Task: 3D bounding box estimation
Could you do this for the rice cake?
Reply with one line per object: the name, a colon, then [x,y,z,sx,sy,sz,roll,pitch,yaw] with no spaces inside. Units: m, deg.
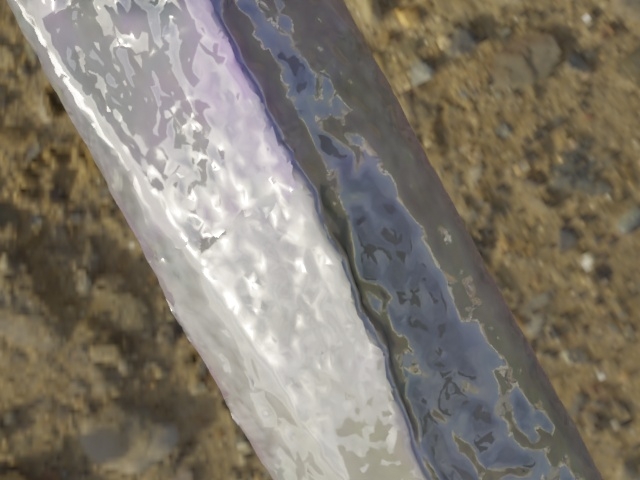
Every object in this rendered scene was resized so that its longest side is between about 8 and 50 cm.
rice cake: [0.000,0.001,0.438,0.070,0.064,0.399,-25,96,42]
